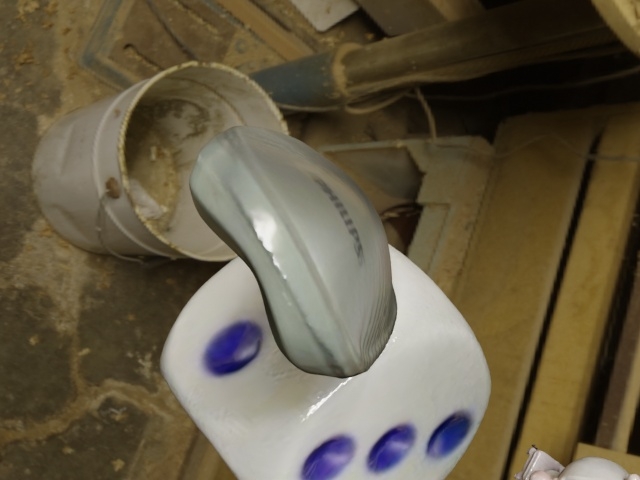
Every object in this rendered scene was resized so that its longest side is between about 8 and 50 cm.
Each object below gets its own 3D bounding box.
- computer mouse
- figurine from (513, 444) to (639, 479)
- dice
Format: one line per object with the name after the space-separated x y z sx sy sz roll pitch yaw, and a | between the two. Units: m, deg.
0.006 -0.003 0.617 0.197 0.095 0.331 62 14 1 | computer mouse
0.445 0.427 1.309 0.145 0.257 0.182 -37 94 -22 | figurine
0.002 0.171 0.965 0.304 0.304 0.277 -39 130 -13 | dice
